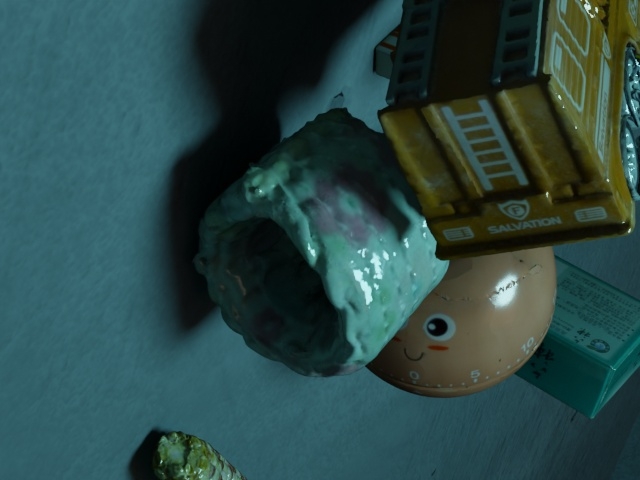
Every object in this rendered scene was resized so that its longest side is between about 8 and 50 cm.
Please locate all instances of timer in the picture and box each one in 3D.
[{"bbox_3d":[0.120,0.039,1.301,0.230,0.229,0.215,-50,152,-23],"label":"timer"}]

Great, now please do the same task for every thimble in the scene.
[{"bbox_3d":[0.000,0.000,1.091,0.149,0.185,0.211,-44,138,-33],"label":"thimble"}]

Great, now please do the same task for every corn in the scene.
[{"bbox_3d":[-0.104,0.247,1.268,0.079,0.079,0.237,-54,154,-16],"label":"corn"}]

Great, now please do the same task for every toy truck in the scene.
[{"bbox_3d":[0.160,-0.192,1.039,0.207,0.173,0.388,53,38,-43],"label":"toy truck"}]

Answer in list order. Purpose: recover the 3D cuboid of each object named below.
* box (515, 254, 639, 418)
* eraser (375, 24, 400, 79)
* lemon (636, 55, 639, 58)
[{"bbox_3d":[0.288,0.101,1.668,0.153,0.245,0.092,-34,146,-44],"label":"box"},{"bbox_3d":[0.181,-0.206,1.251,0.230,0.157,0.038,-45,147,-32],"label":"eraser"},{"bbox_3d":[0.376,-0.302,1.486,0.231,0.192,0.192,-39,148,-52],"label":"lemon"}]
